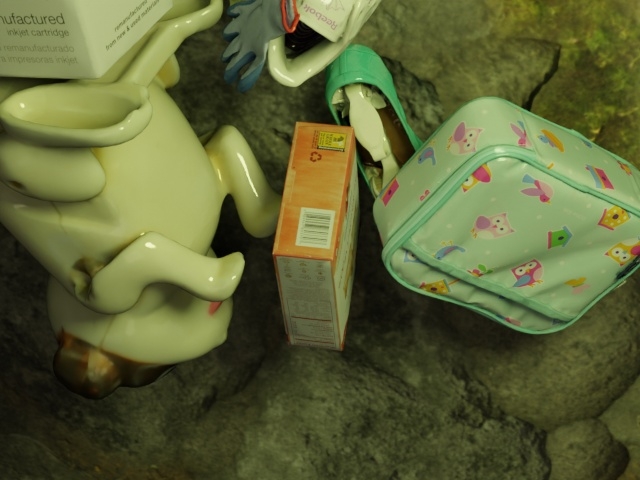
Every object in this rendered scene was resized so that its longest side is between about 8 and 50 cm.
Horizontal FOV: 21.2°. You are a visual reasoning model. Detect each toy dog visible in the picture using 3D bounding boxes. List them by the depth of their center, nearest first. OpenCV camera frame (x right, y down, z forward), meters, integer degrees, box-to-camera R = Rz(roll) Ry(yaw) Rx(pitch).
[{"bbox_3d":[-0.233,-0.017,1.828,0.395,0.284,0.408,-6,125,16],"label":"toy dog"}]

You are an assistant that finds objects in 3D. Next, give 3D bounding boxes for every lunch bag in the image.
[{"bbox_3d":[0.207,-0.012,1.798,0.279,0.108,0.224,24,124,-31],"label":"lunch bag"}]

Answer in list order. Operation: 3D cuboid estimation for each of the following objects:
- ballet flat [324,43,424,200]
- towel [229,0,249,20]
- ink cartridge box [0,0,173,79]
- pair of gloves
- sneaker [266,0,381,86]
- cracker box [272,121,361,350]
[{"bbox_3d":[0.067,-0.092,1.828,0.083,0.087,0.247,-17,120,21],"label":"ballet flat"},{"bbox_3d":[-0.044,-0.257,1.772,0.110,0.027,0.148,-3,123,13],"label":"towel"},{"bbox_3d":[-0.342,-0.365,1.639,0.285,0.166,0.395,4,126,26],"label":"ink cartridge box"},{"bbox_3d":[-0.065,-0.250,1.666,0.023,0.198,0.159,4,162,-29],"label":"pair of gloves"},{"bbox_3d":[0.042,-0.269,1.643,0.114,0.152,0.305,29,121,-10],"label":"sneaker"},{"bbox_3d":[0.000,0.000,1.811,0.067,0.155,0.232,6,154,6],"label":"cracker box"}]
